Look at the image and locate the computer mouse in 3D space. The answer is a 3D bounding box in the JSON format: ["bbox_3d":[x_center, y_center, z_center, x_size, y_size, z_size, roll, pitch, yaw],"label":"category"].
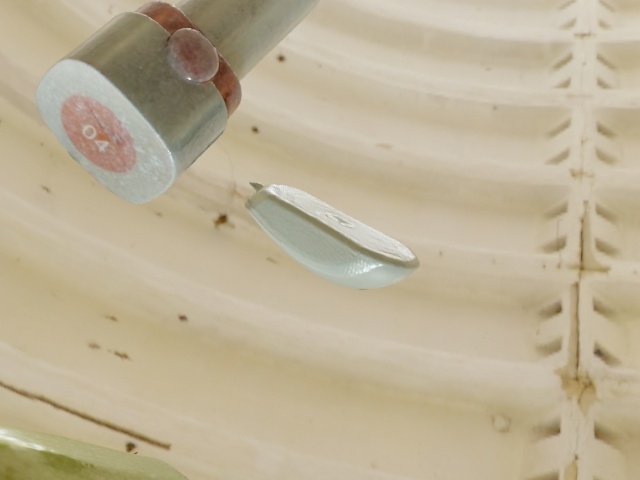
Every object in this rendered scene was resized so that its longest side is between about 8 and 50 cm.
[{"bbox_3d":[0.000,0.000,0.793,0.181,0.089,0.056,30,-78,21],"label":"computer mouse"}]

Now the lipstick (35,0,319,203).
[{"bbox_3d":[-0.040,-0.098,0.393,0.057,0.063,0.186,-26,-159,47],"label":"lipstick"}]

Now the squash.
[{"bbox_3d":[-0.210,0.181,0.606,0.137,0.287,0.137,-17,-126,26],"label":"squash"}]
